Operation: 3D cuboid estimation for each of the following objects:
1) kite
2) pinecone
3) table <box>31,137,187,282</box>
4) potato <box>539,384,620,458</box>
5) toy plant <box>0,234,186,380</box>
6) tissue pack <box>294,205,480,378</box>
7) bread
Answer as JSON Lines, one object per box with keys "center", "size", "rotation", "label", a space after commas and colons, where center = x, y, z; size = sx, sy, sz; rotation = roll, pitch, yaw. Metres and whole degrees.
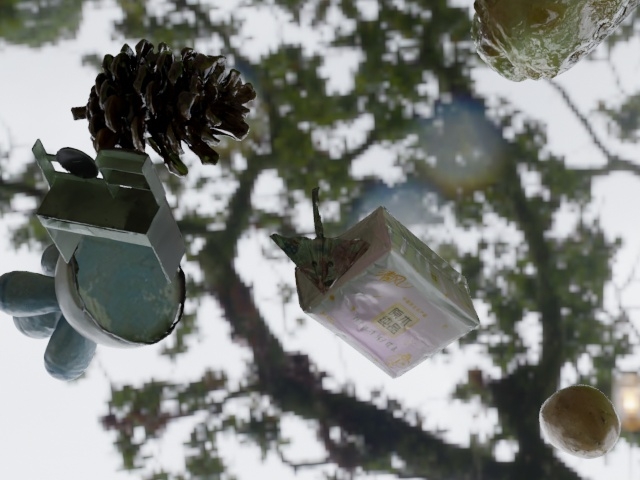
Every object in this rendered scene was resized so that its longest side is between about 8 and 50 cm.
{"center": [0.000, 0.000, 1.903], "size": [0.139, 0.157, 0.011], "rotation": [3, 155, -19], "label": "kite"}
{"center": [-0.250, -0.209, 2.366], "size": [0.309, 0.244, 0.244], "rotation": [1, -160, 19], "label": "pinecone"}
{"center": [-0.250, -0.034, 1.693], "size": [0.146, 0.175, 0.062], "rotation": [9, -123, 20], "label": "table"}
{"center": [0.388, 0.272, 2.190], "size": [0.112, 0.112, 0.147], "rotation": [-14, -173, -27], "label": "potato"}
{"center": [-0.414, 0.104, 2.480], "size": [0.332, 0.247, 0.247], "rotation": [-23, -178, 43], "label": "toy plant"}
{"center": [0.103, 0.087, 2.276], "size": [0.185, 0.225, 0.124], "rotation": [-37, -145, 21], "label": "tissue pack"}
{"center": [0.256, -0.267, 1.419], "size": [0.130, 0.268, 0.152], "rotation": [44, -171, 5], "label": "bread"}
